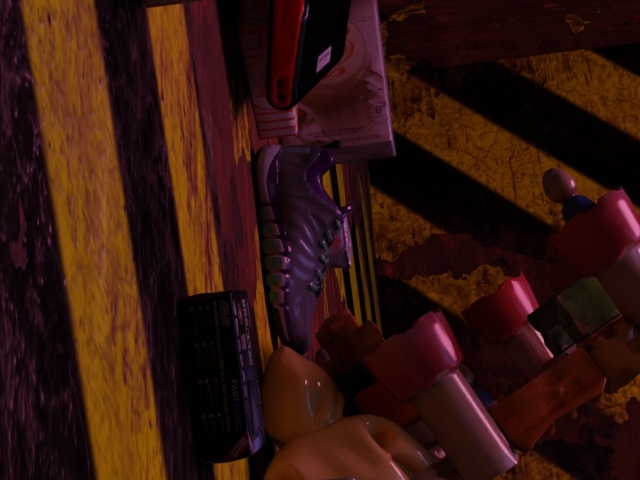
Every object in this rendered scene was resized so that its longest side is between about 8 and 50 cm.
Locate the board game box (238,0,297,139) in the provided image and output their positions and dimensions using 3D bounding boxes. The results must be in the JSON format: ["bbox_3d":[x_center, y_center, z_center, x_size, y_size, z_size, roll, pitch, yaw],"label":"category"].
[{"bbox_3d":[-0.056,-0.229,1.762,0.193,0.045,0.147,-91,173,-50],"label":"board game box"}]

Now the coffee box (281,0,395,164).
[{"bbox_3d":[0.011,-0.224,1.993,0.098,0.141,0.247,56,27,-79],"label":"coffee box"}]

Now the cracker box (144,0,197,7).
[{"bbox_3d":[-0.017,-0.253,1.125,0.067,0.232,0.156,76,9,-50],"label":"cracker box"}]

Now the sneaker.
[{"bbox_3d":[-0.010,0.007,1.653,0.083,0.098,0.224,-38,121,-84],"label":"sneaker"}]

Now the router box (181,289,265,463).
[{"bbox_3d":[-0.070,0.098,1.166,0.092,0.038,0.122,10,73,-86],"label":"router box"}]

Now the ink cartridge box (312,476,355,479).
[{"bbox_3d":[-0.030,0.245,0.893,0.176,0.127,0.128,-91,173,-46],"label":"ink cartridge box"}]

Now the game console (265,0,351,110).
[{"bbox_3d":[-0.004,-0.333,1.680,0.386,0.060,0.342,-58,157,-74],"label":"game console"}]

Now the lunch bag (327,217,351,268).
[{"bbox_3d":[0.000,0.000,1.954,0.083,0.071,0.053,80,9,-56],"label":"lunch bag"}]

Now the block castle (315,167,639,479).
[{"bbox_3d":[0.156,0.112,1.610,0.213,0.303,0.453,56,-13,7],"label":"block castle"}]

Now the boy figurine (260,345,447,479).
[{"bbox_3d":[0.018,0.226,1.384,0.285,0.177,0.092,55,-15,21],"label":"boy figurine"}]
